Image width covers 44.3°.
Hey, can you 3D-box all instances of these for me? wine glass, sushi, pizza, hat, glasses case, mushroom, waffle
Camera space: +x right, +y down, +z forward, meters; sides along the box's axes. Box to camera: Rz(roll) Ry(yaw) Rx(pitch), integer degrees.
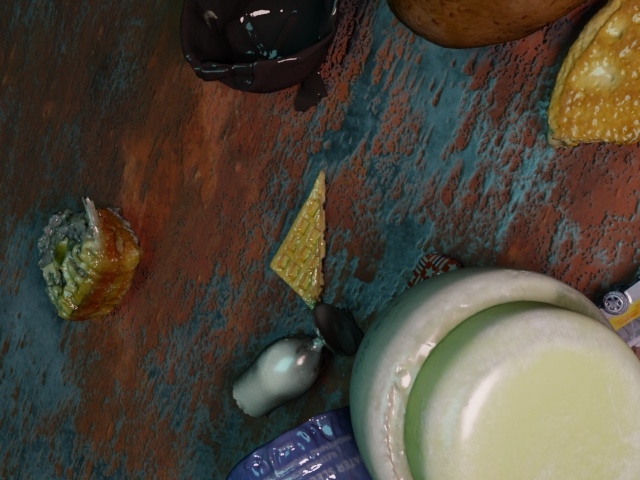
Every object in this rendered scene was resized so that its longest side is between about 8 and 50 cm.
[{"bbox_3d":[-0.043,0.192,1.243,0.222,0.103,0.103,-41,67,30],"label":"wine glass"},{"bbox_3d":[-0.442,0.032,1.515,0.274,0.139,0.184,-47,63,30],"label":"sushi"},{"bbox_3d":[0.396,-0.240,0.926,0.258,0.087,0.268,6,92,41],"label":"pizza"},{"bbox_3d":[-0.060,-0.365,1.244,0.238,0.209,0.336,28,88,13],"label":"hat"},{"bbox_3d":[0.143,0.111,1.133,0.073,0.049,0.194,25,104,35],"label":"glasses case"},{"bbox_3d":[0.221,-0.418,0.929,0.331,0.334,0.356,-9,94,36],"label":"mushroom"},{"bbox_3d":[0.000,0.000,1.251,0.125,0.032,0.191,44,116,30],"label":"waffle"}]

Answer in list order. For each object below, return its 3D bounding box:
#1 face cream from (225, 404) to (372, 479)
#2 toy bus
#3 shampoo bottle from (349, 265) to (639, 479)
[{"bbox_3d":[0.011,0.380,1.106,0.249,0.249,0.225,-46,63,27],"label":"face cream"},{"bbox_3d":[0.405,0.060,0.933,0.190,0.064,0.075,-45,77,28],"label":"toy bus"},{"bbox_3d":[0.192,0.188,0.911,0.317,0.323,0.322,-163,78,-72],"label":"shampoo bottle"}]
